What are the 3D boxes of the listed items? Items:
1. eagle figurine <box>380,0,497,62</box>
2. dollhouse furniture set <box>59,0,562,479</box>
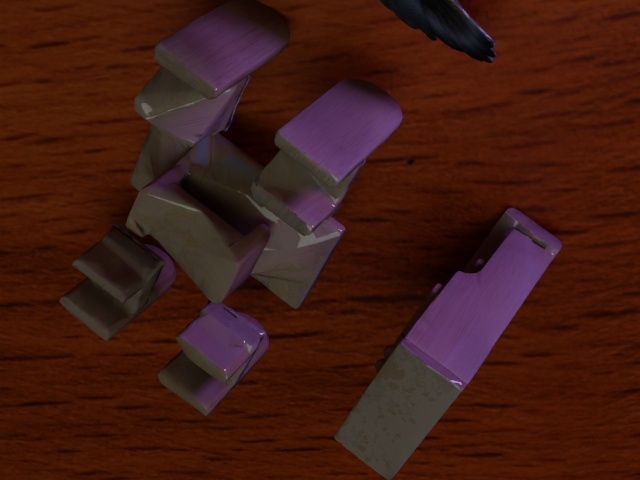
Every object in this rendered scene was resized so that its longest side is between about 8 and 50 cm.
[{"bbox_3d":[0.050,-0.273,0.890,0.298,0.225,0.226,5,-176,-32],"label":"eagle figurine"},{"bbox_3d":[0.000,0.000,1.140,0.394,0.256,0.362,37,131,8],"label":"dollhouse furniture set"}]
